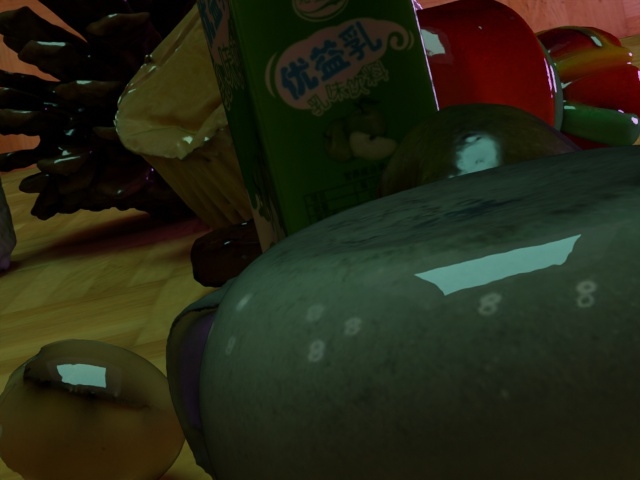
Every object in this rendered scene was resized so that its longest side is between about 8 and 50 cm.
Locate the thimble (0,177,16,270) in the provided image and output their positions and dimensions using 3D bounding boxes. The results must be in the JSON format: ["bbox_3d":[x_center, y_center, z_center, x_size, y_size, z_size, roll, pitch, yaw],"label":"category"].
[{"bbox_3d":[-0.413,-0.024,1.511,0.219,0.150,0.219,-13,9,2],"label":"thimble"}]

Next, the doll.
[{"bbox_3d":[0.105,-0.111,1.237,0.363,0.160,0.183,-14,35,-31],"label":"doll"}]

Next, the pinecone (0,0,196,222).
[{"bbox_3d":[-0.177,-0.197,1.593,0.385,0.384,0.384,-12,9,2],"label":"pinecone"}]

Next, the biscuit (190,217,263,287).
[{"bbox_3d":[0.000,0.000,1.100,0.192,0.049,0.192,-14,8,2],"label":"biscuit"}]

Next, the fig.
[{"bbox_3d":[0.108,0.017,0.742,0.126,0.185,0.133,-52,20,-3],"label":"fig"}]

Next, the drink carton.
[{"bbox_3d":[0.002,-0.086,0.905,0.108,0.271,0.161,-15,9,-10],"label":"drink carton"}]

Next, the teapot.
[{"bbox_3d":[0.061,0.048,0.459,0.294,0.129,0.193,-8,10,42],"label":"teapot"}]

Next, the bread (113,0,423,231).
[{"bbox_3d":[-0.033,-0.137,1.370,0.204,0.156,0.288,15,64,47],"label":"bread"}]

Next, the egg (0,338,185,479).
[{"bbox_3d":[-0.097,0.080,0.661,0.083,0.071,0.071,11,18,23],"label":"egg"}]
